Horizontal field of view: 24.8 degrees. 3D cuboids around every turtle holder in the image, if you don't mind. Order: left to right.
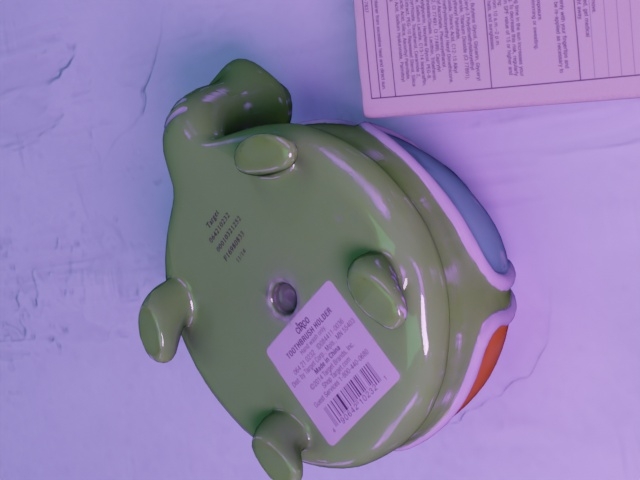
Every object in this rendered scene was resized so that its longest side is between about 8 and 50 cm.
[{"bbox_3d":[0.001,0.020,1.102,0.320,0.227,0.243,25,113,34],"label":"turtle holder"}]

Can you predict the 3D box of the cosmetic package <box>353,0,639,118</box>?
[{"bbox_3d":[0.175,-0.173,1.004,0.309,0.113,0.160,0,98,38],"label":"cosmetic package"}]
